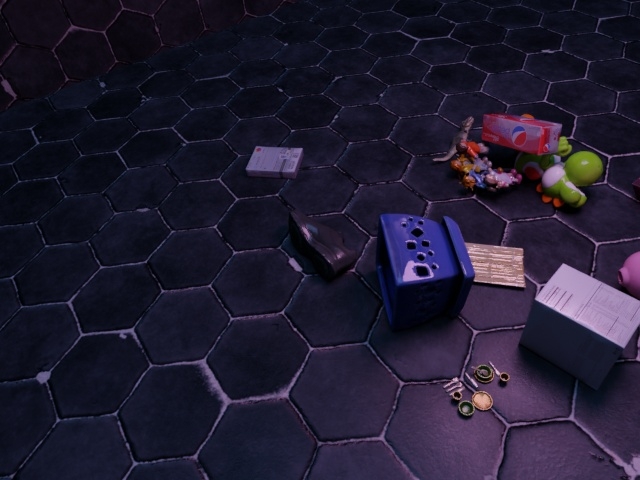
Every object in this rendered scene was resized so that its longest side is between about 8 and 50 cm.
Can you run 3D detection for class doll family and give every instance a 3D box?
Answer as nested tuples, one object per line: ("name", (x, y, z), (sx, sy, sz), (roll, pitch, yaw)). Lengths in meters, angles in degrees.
("doll family", (0.532, -0.229, 1.701), (0.163, 0.118, 0.263), (-8, 48, -25))

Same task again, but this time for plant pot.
("plant pot", (0.273, 0.077, 1.347), (0.212, 0.236, 0.236), (-6, 52, -2))

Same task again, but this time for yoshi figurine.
("yoshi figurine", (0.776, -0.269, 1.646), (0.204, 0.203, 0.362), (-10, 49, -11))

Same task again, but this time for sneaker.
("sneaker", (0.000, 0.000, 1.566), (0.130, 0.109, 0.286), (-23, 54, -26))

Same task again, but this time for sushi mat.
("sushi mat", (0.435, 0.062, 1.492), (0.317, 0.019, 0.151), (7, 49, 14))

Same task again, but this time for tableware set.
("tableware set", (0.384, 0.354, 1.222), (0.154, 0.024, 0.104), (-22, 49, -14))

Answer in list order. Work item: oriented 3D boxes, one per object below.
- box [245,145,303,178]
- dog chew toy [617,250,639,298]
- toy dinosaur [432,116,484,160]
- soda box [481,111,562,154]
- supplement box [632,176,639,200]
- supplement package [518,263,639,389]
("box", (-0.169, -0.293, 1.891), (0.186, 0.038, 0.145), (5, 47, 10))
("dog chew toy", (0.949, 0.081, 1.297), (0.332, 0.206, 0.206), (-6, 46, 13))
("toy dinosaur", (0.521, -0.351, 1.845), (0.118, 0.064, 0.268), (20, 55, 32))
("soda box", (0.638, -0.348, 1.629), (0.083, 0.092, 0.263), (-11, 25, -21))
("supplement box", (1.071, -0.190, 1.541), (0.188, 0.081, 0.104), (-41, 32, 5))
("supplement package", (0.622, 0.204, 1.214), (0.203, 0.194, 0.149), (33, 58, 31))
